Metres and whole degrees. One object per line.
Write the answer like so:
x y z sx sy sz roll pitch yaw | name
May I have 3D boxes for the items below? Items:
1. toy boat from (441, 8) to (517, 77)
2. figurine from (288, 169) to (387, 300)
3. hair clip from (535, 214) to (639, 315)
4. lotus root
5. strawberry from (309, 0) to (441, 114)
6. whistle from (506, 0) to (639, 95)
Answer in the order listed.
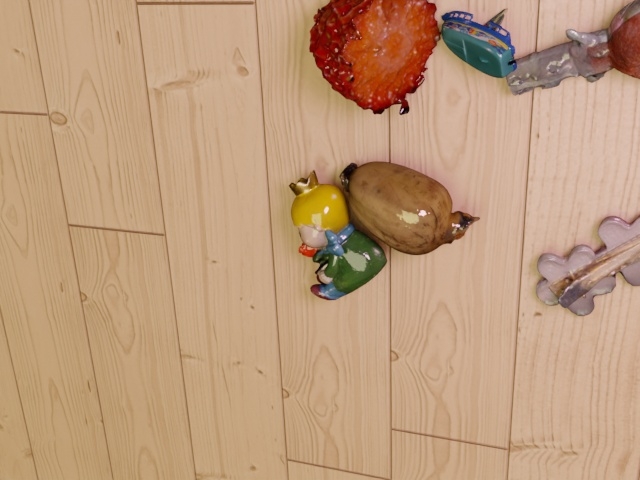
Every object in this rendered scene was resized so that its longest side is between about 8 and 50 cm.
0.267 -0.340 1.272 0.175 0.110 0.091 39 165 37 | toy boat
0.002 -0.007 1.504 0.234 0.127 0.185 43 135 -12 | figurine
0.491 0.044 1.364 0.257 0.075 0.146 -38 98 23 | hair clip
0.147 -0.054 1.413 0.257 0.140 0.154 28 160 19 | lotus root
0.076 -0.339 1.317 0.178 0.234 0.234 36 125 39 | strawberry
0.457 -0.293 1.199 0.346 0.142 0.133 -11 82 33 | whistle
